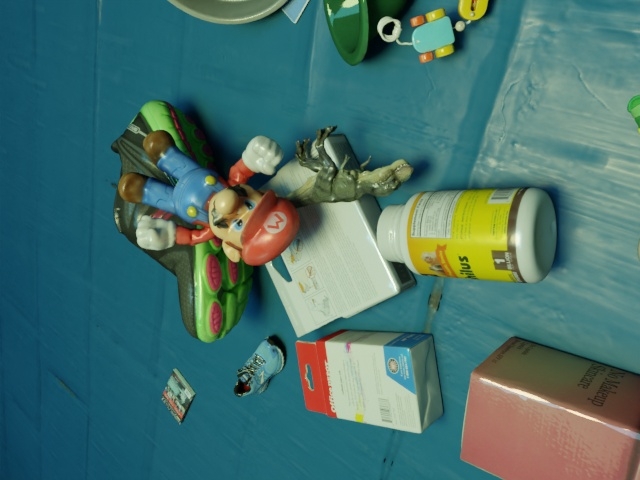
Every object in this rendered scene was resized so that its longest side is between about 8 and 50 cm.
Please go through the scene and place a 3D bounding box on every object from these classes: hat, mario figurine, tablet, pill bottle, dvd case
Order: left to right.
[{"bbox_3d":[-0.355,0.388,1.301,0.087,0.013,0.120,43,125,24],"label":"dvd case"},{"bbox_3d":[-0.175,-0.074,0.801,0.320,0.170,0.198,25,118,24],"label":"mario figurine"},{"bbox_3d":[-0.035,-0.407,0.858,0.054,0.006,0.083,53,128,18],"label":"tablet"},{"bbox_3d":[0.116,-0.359,0.735,0.208,0.183,0.173,175,79,-80],"label":"hat"},{"bbox_3d":[0.186,-0.008,0.691,0.214,0.117,0.118,2,101,40],"label":"pill bottle"}]

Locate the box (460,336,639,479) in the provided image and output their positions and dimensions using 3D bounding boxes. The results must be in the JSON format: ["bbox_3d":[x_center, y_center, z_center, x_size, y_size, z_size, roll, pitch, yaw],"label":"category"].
[{"bbox_3d":[0.307,0.224,0.622,0.232,0.148,0.127,13,107,36],"label":"box"}]

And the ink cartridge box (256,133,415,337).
[{"bbox_3d":[0.000,0.000,0.886,0.238,0.060,0.275,-32,79,40],"label":"ink cartridge box"}]

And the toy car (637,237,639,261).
[{"bbox_3d":[0.416,0.043,0.511,0.136,0.159,0.182,-14,90,6],"label":"toy car"}]

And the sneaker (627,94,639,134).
[{"bbox_3d":[0.407,-0.203,0.466,0.124,0.109,0.296,52,122,25],"label":"sneaker"}]

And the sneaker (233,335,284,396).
[{"bbox_3d":[-0.126,0.260,1.041,0.063,0.073,0.162,41,123,26],"label":"sneaker"}]

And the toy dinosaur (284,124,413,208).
[{"bbox_3d":[0.005,-0.102,0.786,0.268,0.064,0.118,-12,99,44],"label":"toy dinosaur"}]

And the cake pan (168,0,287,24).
[{"bbox_3d":[-0.153,-0.484,0.797,0.293,0.293,0.054,-43,29,37],"label":"cake pan"}]

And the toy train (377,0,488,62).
[{"bbox_3d":[0.153,-0.316,0.672,0.125,0.046,0.166,33,112,-4],"label":"toy train"}]

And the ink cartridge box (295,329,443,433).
[{"bbox_3d":[0.074,0.222,0.862,0.230,0.078,0.134,-4,96,40],"label":"ink cartridge box"}]

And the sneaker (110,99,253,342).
[{"bbox_3d":[-0.275,-0.029,1.012,0.202,0.185,0.484,-27,72,19],"label":"sneaker"}]
